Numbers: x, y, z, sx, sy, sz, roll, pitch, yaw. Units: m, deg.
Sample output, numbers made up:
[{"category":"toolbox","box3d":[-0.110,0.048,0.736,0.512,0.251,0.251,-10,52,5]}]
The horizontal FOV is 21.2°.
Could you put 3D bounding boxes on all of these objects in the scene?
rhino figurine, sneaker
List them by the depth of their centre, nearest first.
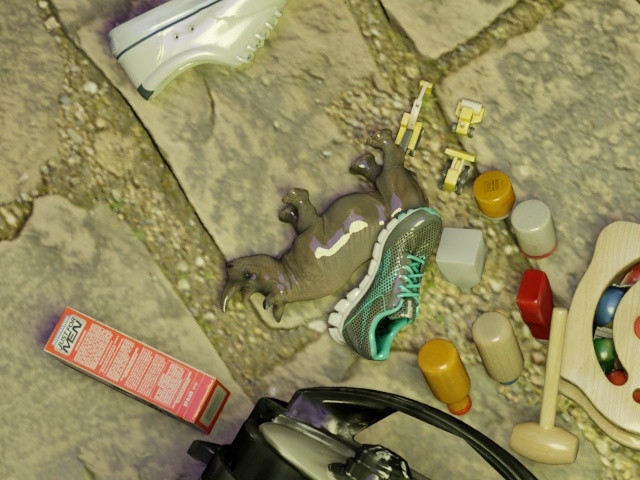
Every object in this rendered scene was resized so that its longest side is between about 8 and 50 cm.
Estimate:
[{"category":"sneaker","box3d":[0.077,0.047,1.664,0.076,0.065,0.166,46,113,46]},{"category":"rhino figurine","box3d":[0.000,0.000,1.706,0.243,0.073,0.106,-35,73,-1]},{"category":"sneaker","box3d":[-0.088,-0.227,1.771,0.258,0.094,0.091,-25,93,5]}]

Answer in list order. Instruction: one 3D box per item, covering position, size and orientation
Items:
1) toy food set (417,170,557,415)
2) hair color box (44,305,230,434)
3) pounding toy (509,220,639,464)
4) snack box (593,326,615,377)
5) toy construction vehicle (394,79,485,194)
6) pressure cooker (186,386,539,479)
[{"category":"toy food set","box3d":[0.176,0.055,1.678,0.111,0.104,0.232,4,59,21]},{"category":"hair color box","box3d":[-0.179,0.129,1.684,0.167,0.093,0.053,26,81,12]},{"category":"pounding toy","box3d":[0.294,0.099,1.581,0.154,0.155,0.269,21,75,16]},{"category":"snack box","box3d":[0.317,0.130,1.665,0.178,0.022,0.064,16,77,10]},{"category":"toy construction vehicle","box3d":[0.121,-0.107,1.736,0.086,0.035,0.098,21,80,11]},{"category":"pressure cooker","box3d":[0.028,0.341,1.429,0.370,0.375,0.420,28,91,-9]}]
